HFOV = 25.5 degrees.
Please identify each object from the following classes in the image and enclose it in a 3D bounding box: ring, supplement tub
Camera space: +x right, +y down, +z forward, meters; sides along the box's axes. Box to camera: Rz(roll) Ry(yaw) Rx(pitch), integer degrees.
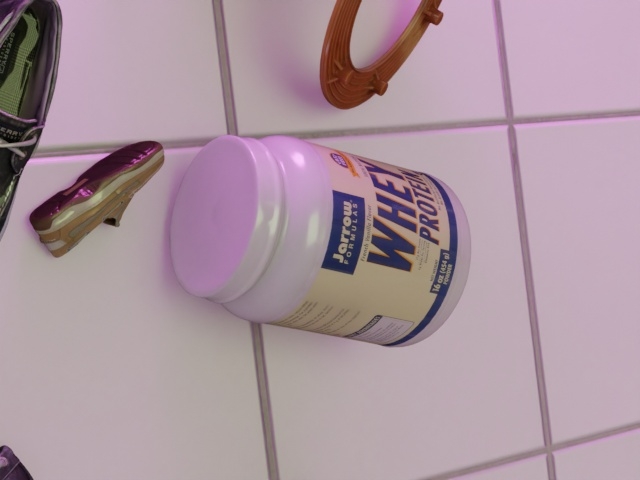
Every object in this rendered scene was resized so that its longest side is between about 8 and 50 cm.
[{"bbox_3d":[0.107,-0.319,1.863,0.032,0.336,0.336,31,60,18],"label":"ring"},{"bbox_3d":[0.000,0.000,1.773,0.325,0.235,0.235,13,79,-35],"label":"supplement tub"}]

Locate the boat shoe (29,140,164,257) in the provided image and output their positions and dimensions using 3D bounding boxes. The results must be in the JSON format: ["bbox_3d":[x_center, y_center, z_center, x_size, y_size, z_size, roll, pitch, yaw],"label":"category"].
[{"bbox_3d":[-0.260,-0.048,1.703,0.190,0.068,0.072,-36,120,-22],"label":"boat shoe"}]

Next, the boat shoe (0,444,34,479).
[{"bbox_3d":[-0.429,0.330,1.514,0.306,0.113,0.105,-37,101,-35],"label":"boat shoe"}]

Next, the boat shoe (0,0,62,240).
[{"bbox_3d":[-0.372,-0.130,1.585,0.121,0.119,0.335,16,77,-34],"label":"boat shoe"}]
